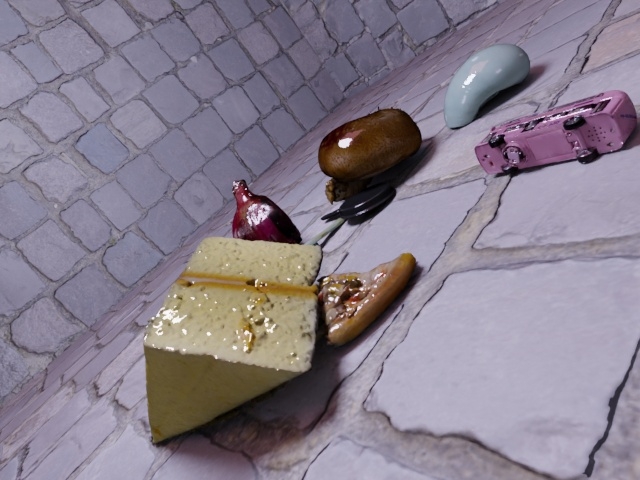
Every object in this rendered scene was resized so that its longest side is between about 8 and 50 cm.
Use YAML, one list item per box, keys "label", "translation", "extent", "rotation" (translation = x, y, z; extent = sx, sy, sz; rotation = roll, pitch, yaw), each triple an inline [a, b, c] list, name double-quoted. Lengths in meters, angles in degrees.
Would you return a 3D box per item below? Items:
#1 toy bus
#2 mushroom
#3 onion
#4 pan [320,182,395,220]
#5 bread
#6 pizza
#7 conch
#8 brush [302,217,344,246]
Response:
- label: "toy bus"
  translation: [0.323, -0.147, 0.611]
  extent: [0.090, 0.063, 0.203]
  rotation: [-43, 20, -26]
- label: "mushroom"
  translation: [0.102, -0.217, 1.044]
  extent: [0.278, 0.163, 0.297]
  rotation: [-37, 10, -4]
- label: "onion"
  translation: [-0.155, -0.044, 1.041]
  extent: [0.140, 0.218, 0.195]
  rotation: [-39, 10, -2]
- label: "pan"
  translation: [0.069, -0.081, 0.986]
  extent: [0.136, 0.028, 0.235]
  rotation: [-39, 14, -35]
- label: "bread"
  translation: [-0.148, 0.180, 0.721]
  extent: [0.346, 0.242, 0.405]
  rotation: [-80, 3, -54]
- label: "pizza"
  translation: [0.039, 0.072, 0.646]
  extent: [0.185, 0.052, 0.195]
  rotation: [-41, 17, -20]
- label: "conch"
  translation: [0.369, -0.359, 1.002]
  extent: [0.221, 0.121, 0.185]
  rotation: [-39, -13, 14]
- label: "brush"
  translation: [0.000, -0.001, 0.952]
  extent: [0.178, 0.030, 0.033]
  rotation: [-37, 7, -34]
